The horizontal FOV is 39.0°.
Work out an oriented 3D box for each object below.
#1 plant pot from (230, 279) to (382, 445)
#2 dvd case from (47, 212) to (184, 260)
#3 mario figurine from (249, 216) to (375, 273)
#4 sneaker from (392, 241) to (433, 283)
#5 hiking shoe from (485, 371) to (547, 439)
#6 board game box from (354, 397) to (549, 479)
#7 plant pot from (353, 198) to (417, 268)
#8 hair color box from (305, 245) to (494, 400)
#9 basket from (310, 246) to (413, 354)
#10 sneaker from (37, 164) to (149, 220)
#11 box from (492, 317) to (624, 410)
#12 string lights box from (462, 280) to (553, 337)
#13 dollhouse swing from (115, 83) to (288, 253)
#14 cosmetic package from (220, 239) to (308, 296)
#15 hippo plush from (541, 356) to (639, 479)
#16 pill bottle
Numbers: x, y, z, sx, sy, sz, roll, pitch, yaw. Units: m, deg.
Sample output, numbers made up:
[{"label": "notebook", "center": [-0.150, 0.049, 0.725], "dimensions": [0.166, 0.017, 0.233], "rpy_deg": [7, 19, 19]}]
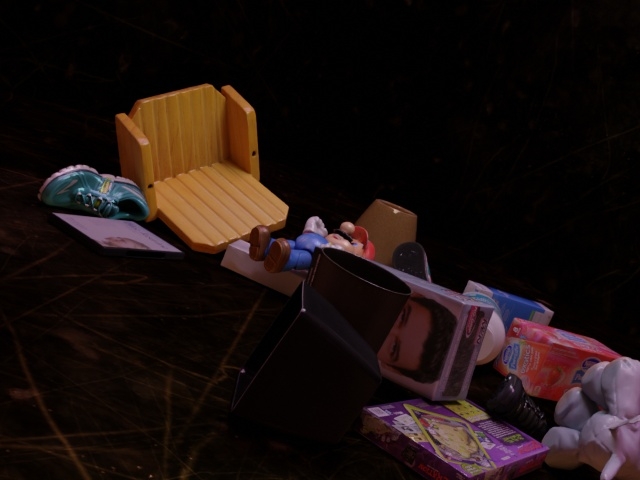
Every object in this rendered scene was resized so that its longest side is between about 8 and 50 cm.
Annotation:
[{"label": "plant pot", "center": [-0.012, 0.200, 1.373], "dimensions": [0.167, 0.188, 0.187], "rpy_deg": [35, 8, -6]}, {"label": "dvd case", "center": [-0.436, -0.007, 1.952], "dimensions": [0.180, 0.022, 0.253], "rpy_deg": [28, 11, 30]}, {"label": "mario figurine", "center": [0.000, 0.000, 2.065], "dimensions": [0.320, 0.170, 0.198], "rpy_deg": [4, 55, -42]}, {"label": "sneaker", "center": [0.231, 0.167, 2.230], "dimensions": [0.124, 0.178, 0.295], "rpy_deg": [-8, 45, 15]}, {"label": "hiking shoe", "center": [0.383, 0.321, 1.709], "dimensions": [0.114, 0.086, 0.227], "rpy_deg": [36, -5, 21]}, {"label": "board game box", "center": [0.230, 0.336, 1.524], "dimensions": [0.208, 0.056, 0.347], "rpy_deg": [24, 9, 34]}, {"label": "plant pot", "center": [0.152, 0.028, 2.392], "dimensions": [0.237, 0.254, 0.237], "rpy_deg": [21, 9, -3]}, {"label": "hair color box", "center": [0.127, 0.152, 1.732], "dimensions": [0.374, 0.185, 0.113], "rpy_deg": [20, 6, 41]}, {"label": "basket", "center": [0.036, 0.151, 1.548], "dimensions": [0.154, 0.227, 0.204], "rpy_deg": [17, 12, -29]}, {"label": "sneaker", "center": [-0.510, -0.100, 2.069], "dimensions": [0.275, 0.107, 0.110], "rpy_deg": [4, 37, -46]}, {"label": "box", "center": [0.592, 0.304, 2.201], "dimensions": [0.300, 0.142, 0.154], "rpy_deg": [16, 11, -31]}, {"label": "string lights box", "center": [0.508, 0.214, 2.522], "dimensions": [0.260, 0.133, 0.077], "rpy_deg": [18, 11, -24]}, {"label": "dollhouse swing", "center": [-0.270, -0.186, 2.238], "dimensions": [0.347, 0.315, 0.305], "rpy_deg": [-21, 32, -35]}, {"label": "cosmetic package", "center": [-0.106, 0.076, 2.118], "dimensions": [0.239, 0.060, 0.099], "rpy_deg": [24, 9, 7]}, {"label": "hippo plush", "center": [0.569, 0.358, 1.596], "dimensions": [0.236, 0.234, 0.294], "rpy_deg": [33, -10, -7]}, {"label": "pill bottle", "center": [0.370, 0.215, 2.179], "dimensions": [0.146, 0.146, 0.264], "rpy_deg": [23, 10, 5]}]
